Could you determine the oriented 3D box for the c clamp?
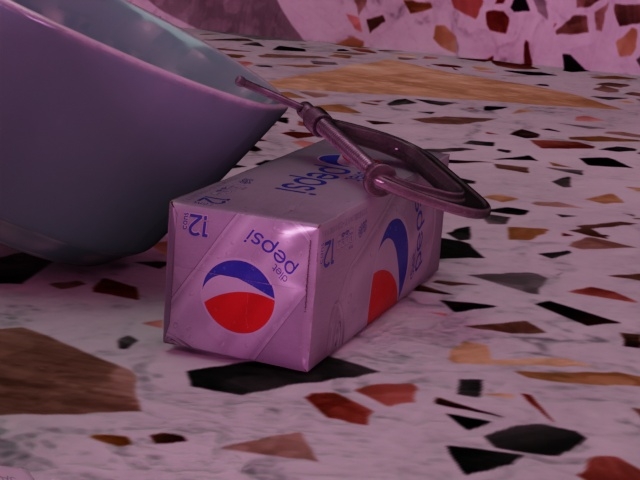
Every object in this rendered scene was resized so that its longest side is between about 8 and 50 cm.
[{"bbox_3d":[0.032,-0.053,1.098,0.137,0.022,0.160,15,16,-34],"label":"c clamp"}]

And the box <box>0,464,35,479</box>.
[{"bbox_3d":[-0.086,0.131,0.305,0.114,0.103,0.203,19,19,-39],"label":"box"}]

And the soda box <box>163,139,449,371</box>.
[{"bbox_3d":[0.000,0.000,1.115,0.098,0.091,0.286,9,14,17],"label":"soda box"}]

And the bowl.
[{"bbox_3d":[-0.194,-0.092,1.200,0.311,0.163,0.311,24,10,-5],"label":"bowl"}]
